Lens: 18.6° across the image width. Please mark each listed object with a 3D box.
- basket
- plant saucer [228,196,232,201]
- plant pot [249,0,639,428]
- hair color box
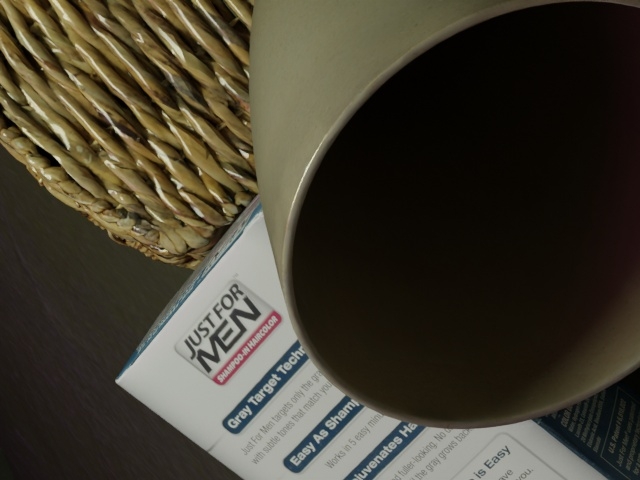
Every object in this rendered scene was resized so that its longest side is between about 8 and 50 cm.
[{"bbox_3d":[-0.127,-0.128,1.336,0.299,0.213,0.223,50,179,2],"label":"basket"},{"bbox_3d":[0.000,0.000,1.434,0.195,0.195,0.037,35,110,49],"label":"plant saucer"},{"bbox_3d":[0.061,-0.081,1.072,0.274,0.256,0.256,-120,13,-51],"label":"plant pot"},{"bbox_3d":[0.069,0.115,1.199,0.347,0.105,0.174,38,123,-6],"label":"hair color box"}]
